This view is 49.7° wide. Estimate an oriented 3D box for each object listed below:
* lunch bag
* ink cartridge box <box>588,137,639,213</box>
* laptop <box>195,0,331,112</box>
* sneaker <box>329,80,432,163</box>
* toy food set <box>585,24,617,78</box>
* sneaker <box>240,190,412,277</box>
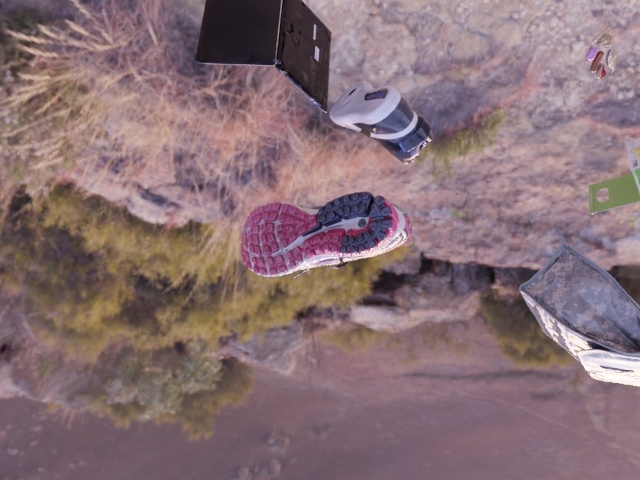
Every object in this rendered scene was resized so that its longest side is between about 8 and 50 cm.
[{"bbox_3d":[0.577,0.180,1.412,0.287,0.169,0.235,45,-179,38],"label":"lunch bag"},{"bbox_3d":[0.803,-0.178,1.764,0.255,0.189,0.097,-18,112,28],"label":"ink cartridge box"},{"bbox_3d":[-0.107,-0.407,1.444,0.136,0.234,0.264,-17,146,33],"label":"laptop"},{"bbox_3d":[0.093,-0.167,1.028,0.121,0.079,0.217,42,-179,-21],"label":"sneaker"},{"bbox_3d":[0.575,-0.381,1.421,0.019,0.078,0.122,43,170,41],"label":"toy food set"},{"bbox_3d":[0.000,0.000,1.097,0.299,0.121,0.112,-5,170,31],"label":"sneaker"}]
